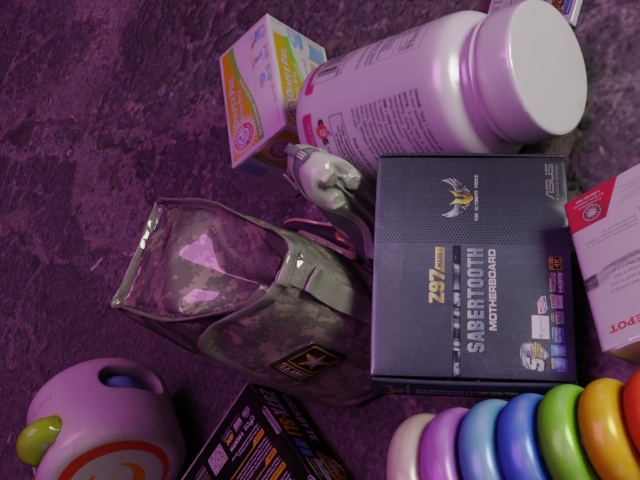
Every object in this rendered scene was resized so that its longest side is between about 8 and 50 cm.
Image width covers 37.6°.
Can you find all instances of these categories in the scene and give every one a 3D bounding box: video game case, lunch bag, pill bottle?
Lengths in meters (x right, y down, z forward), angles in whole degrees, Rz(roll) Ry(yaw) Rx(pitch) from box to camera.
[{"bbox_3d":[0.240,-0.273,1.042,0.122,0.011,0.087,7,76,50],"label":"video game case"},{"bbox_3d":[-0.044,0.072,1.014,0.287,0.235,0.169,5,70,50],"label":"lunch bag"},{"bbox_3d":[0.122,-0.147,0.994,0.283,0.160,0.160,-10,64,46],"label":"pill bottle"}]

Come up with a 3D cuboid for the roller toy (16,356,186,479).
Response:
[{"bbox_3d":[-0.281,0.256,1.230,0.191,0.209,0.146,-21,45,-8],"label":"roller toy"}]

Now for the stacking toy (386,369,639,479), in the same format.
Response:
[{"bbox_3d":[0.221,0.171,0.764,0.330,0.141,0.141,-25,54,32],"label":"stacking toy"}]

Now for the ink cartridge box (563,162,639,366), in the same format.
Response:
[{"bbox_3d":[0.281,0.017,0.789,0.109,0.063,0.150,-31,51,35],"label":"ink cartridge box"}]

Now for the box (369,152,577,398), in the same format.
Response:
[{"bbox_3d":[0.141,0.030,0.887,0.183,0.059,0.233,1,66,7],"label":"box"}]

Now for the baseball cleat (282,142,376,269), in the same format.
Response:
[{"bbox_3d":[0.034,-0.040,1.010,0.072,0.206,0.109,-44,44,-4],"label":"baseball cleat"}]

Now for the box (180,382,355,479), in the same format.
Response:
[{"bbox_3d":[-0.087,0.361,1.046,0.322,0.079,0.257,-57,42,11],"label":"box"}]

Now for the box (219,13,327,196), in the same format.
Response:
[{"bbox_3d":[-0.053,-0.179,1.247,0.103,0.114,0.203,-35,49,33],"label":"box"}]

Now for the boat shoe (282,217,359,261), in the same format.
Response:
[{"bbox_3d":[0.000,0.000,1.152,0.137,0.049,0.043,6,78,45],"label":"boat shoe"}]
